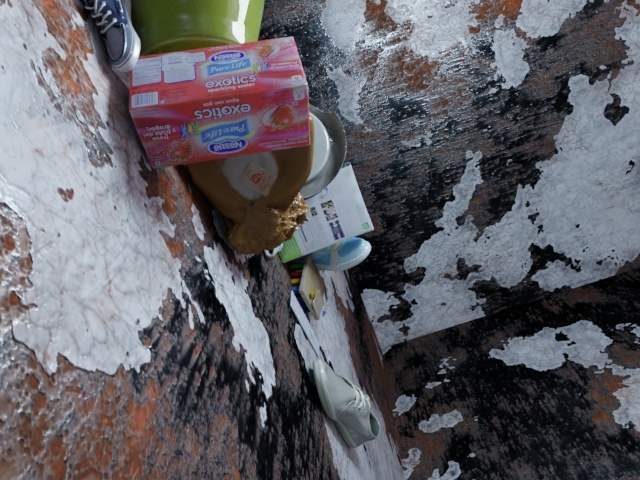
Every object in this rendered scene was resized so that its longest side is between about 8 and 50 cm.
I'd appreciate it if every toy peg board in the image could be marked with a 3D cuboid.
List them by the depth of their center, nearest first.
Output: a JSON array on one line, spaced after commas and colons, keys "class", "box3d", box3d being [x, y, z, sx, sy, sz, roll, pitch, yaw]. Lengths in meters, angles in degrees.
[{"class": "toy peg board", "box3d": [-0.055, 0.165, 1.816, 0.160, 0.079, 0.161, -79, 152, -44]}]

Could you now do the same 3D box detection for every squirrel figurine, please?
[{"class": "squirrel figurine", "box3d": [-0.169, -0.172, 1.308, 0.370, 0.281, 0.397, -117, -162, -65]}]

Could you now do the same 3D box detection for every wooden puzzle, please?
[{"class": "wooden puzzle", "box3d": [-0.010, 0.211, 1.786, 0.078, 0.014, 0.116, -54, 132, -58]}]

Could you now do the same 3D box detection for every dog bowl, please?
[{"class": "dog bowl", "box3d": [-0.099, -0.270, 1.585, 0.102, 0.349, 0.348, 96, -23, -77]}]

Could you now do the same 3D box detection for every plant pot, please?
[{"class": "plant pot", "box3d": [-0.263, -0.515, 1.090, 0.366, 0.366, 0.353, 34, 49, -77]}]

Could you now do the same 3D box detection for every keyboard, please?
[{"class": "keyboard", "box3d": [-0.049, 0.276, 1.741, 0.072, 0.014, 0.256, -99, 167, -55]}]

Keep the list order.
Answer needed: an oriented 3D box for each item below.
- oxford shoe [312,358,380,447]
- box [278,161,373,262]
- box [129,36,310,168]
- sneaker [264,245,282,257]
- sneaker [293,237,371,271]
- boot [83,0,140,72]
[{"class": "oxford shoe", "box3d": [0.085, 0.512, 1.695, 0.169, 0.130, 0.449, -98, 165, -49]}, {"class": "box", "box3d": [-0.017, -0.088, 1.716, 0.058, 0.322, 0.232, -101, 170, -72]}, {"class": "box", "box3d": [-0.178, -0.252, 0.970, 0.142, 0.300, 0.154, 88, -10, -54]}, {"class": "sneaker", "box3d": [-0.161, -0.037, 1.529, 0.083, 0.071, 0.190, -76, 146, -66]}, {"class": "sneaker", "box3d": [0.000, 0.000, 1.827, 0.208, 0.319, 0.127, 57, 40, -32]}, {"class": "boot", "box3d": [-0.374, -0.383, 0.924, 0.086, 0.069, 0.190, 28, 39, -59]}]
